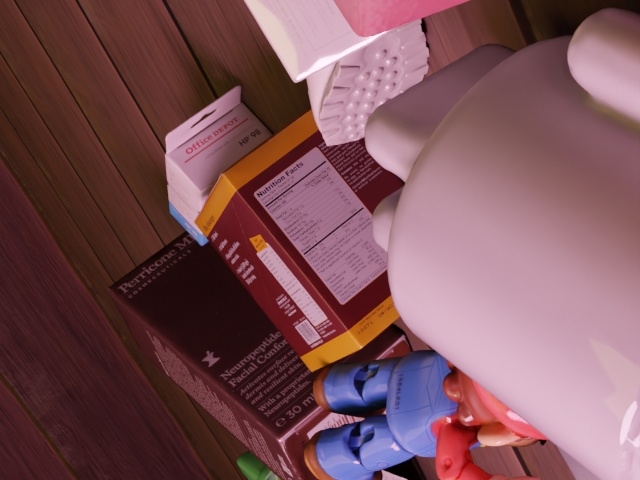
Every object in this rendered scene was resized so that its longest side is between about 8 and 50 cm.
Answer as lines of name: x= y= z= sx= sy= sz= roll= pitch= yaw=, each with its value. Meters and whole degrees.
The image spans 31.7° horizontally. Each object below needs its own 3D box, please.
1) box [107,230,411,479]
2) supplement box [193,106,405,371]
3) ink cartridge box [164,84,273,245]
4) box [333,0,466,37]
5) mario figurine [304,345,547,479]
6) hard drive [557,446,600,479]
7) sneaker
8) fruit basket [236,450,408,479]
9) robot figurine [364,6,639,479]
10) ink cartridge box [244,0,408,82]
box: x=-0.070 y=0.126 z=1.362 sx=0.381 sy=0.191 sz=0.143 roll=31 pitch=152 yaw=44
supplement box: x=0.000 y=0.000 z=1.063 sx=0.194 sy=0.129 sz=0.191 roll=52 pitch=161 yaw=1
ink cartridge box: x=-0.108 y=-0.077 z=1.211 sx=0.060 sy=0.104 sz=0.180 roll=47 pitch=161 yaw=14
box: x=0.037 y=-0.214 z=0.405 sx=0.232 sy=0.127 sz=0.148 roll=85 pitch=160 yaw=-61
mario figurine: x=0.136 y=0.149 z=0.958 sx=0.320 sy=0.170 sz=0.198 roll=-23 pitch=85 yaw=48
hard drive: x=0.243 y=0.186 z=0.999 sx=0.135 sy=0.022 sz=0.094 roll=58 pitch=160 yaw=-16
sneaker: x=0.020 y=-0.163 z=0.823 sx=0.095 sy=0.090 sz=0.235 roll=56 pitch=160 yaw=29
fruit basket: x=0.058 y=0.393 z=1.661 sx=0.353 sy=0.165 sz=0.327 roll=7 pitch=135 yaw=43
robot figurine: x=0.176 y=0.022 z=0.589 sx=0.353 sy=0.200 sz=0.300 roll=38 pitch=153 yaw=36
ink cartridge box: x=0.048 y=-0.188 z=0.650 sx=0.209 sy=0.062 sz=0.109 roll=-24 pitch=108 yaw=26
